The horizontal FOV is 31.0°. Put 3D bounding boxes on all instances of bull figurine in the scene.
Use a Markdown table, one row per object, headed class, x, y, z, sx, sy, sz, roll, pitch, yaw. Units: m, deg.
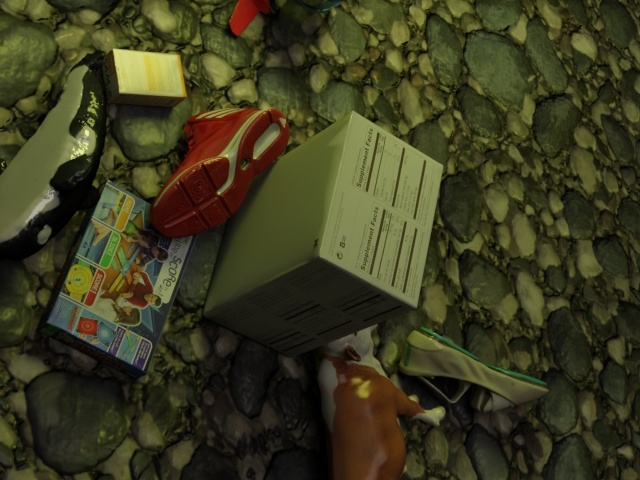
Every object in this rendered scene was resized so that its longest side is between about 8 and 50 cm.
| class | x | y | z | sx | sy | sz | roll | pitch | yaw |
| --- | --- | --- | --- | --- | --- | --- | --- | --- | --- |
| bull figurine | 0.072 | 0.249 | 1.479 | 0.188 | 0.101 | 0.310 | 17 | 64 | -33 |

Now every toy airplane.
| class | x | y | z | sx | sy | sz | roll | pitch | yaw |
| --- | --- | --- | --- | --- | --- | --- | --- | --- | --- |
| toy airplane | -0.106 | -0.364 | 1.620 | 0.151 | 0.028 | 0.151 | 16 | 66 | -41 |

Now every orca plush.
| class | x | y | z | sx | sy | sz | roll | pitch | yaw |
| --- | --- | --- | --- | --- | --- | --- | --- | --- | --- |
| orca plush | -0.302 | -0.082 | 1.343 | 0.102 | 0.151 | 0.287 | 57 | 25 | -44 |

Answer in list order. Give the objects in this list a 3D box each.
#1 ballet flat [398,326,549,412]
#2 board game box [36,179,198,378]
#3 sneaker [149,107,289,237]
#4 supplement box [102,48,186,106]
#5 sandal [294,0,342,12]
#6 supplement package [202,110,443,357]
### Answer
| class | x | y | z | sx | sy | sz | roll | pitch | yaw |
| --- | --- | --- | --- | --- | --- | --- | --- | --- | --- |
| ballet flat | 0.214 | 0.199 | 1.628 | 0.248 | 0.086 | 0.086 | 25 | 60 | -25 |
| board game box | -0.237 | 0.045 | 1.372 | 0.136 | 0.035 | 0.201 | 32 | 57 | -23 |
| sneaker | -0.149 | -0.089 | 1.451 | 0.221 | 0.128 | 0.087 | -40 | 123 | -26 |
| supplement box | -0.226 | -0.207 | 1.474 | 0.098 | 0.036 | 0.062 | 0 | 74 | -37 |
| sandal | -0.054 | -0.437 | 1.640 | 0.126 | 0.138 | 0.317 | -33 | 74 | -12 |
| supplement package | 0.000 | 0.000 | 1.416 | 0.145 | 0.262 | 0.204 | 28 | 58 | -26 |
